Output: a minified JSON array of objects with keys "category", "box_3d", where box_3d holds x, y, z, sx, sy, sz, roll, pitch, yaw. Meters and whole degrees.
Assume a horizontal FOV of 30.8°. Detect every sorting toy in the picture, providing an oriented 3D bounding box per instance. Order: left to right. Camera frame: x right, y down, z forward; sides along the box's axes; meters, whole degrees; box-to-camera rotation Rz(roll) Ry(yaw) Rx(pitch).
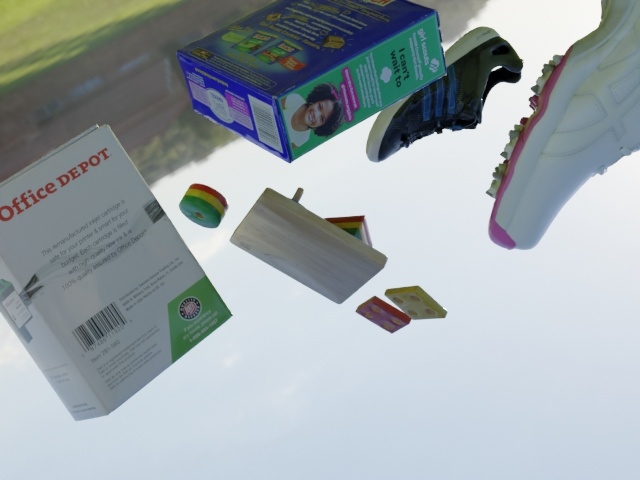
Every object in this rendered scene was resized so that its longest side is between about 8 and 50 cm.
[{"category":"sorting toy","box_3d":[0.000,0.000,1.135,0.046,0.274,0.132,-63,-173,-25]}]

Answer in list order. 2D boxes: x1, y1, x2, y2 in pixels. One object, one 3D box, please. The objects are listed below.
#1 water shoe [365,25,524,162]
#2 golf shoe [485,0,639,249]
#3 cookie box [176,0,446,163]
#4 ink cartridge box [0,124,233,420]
[{"category":"water shoe","box_3d":[0.137,-0.148,1.262,0.203,0.080,0.073,-44,163,-5]},{"category":"golf shoe","box_3d":[0.227,-0.110,0.815,0.306,0.140,0.115,-62,173,17]},{"category":"cookie box","box_3d":[-0.004,-0.093,0.605,0.107,0.040,0.092,-32,-140,-24]},{"category":"ink cartridge box","box_3d":[-0.211,0.029,1.063,0.160,0.219,0.092,-37,-171,-34]}]
